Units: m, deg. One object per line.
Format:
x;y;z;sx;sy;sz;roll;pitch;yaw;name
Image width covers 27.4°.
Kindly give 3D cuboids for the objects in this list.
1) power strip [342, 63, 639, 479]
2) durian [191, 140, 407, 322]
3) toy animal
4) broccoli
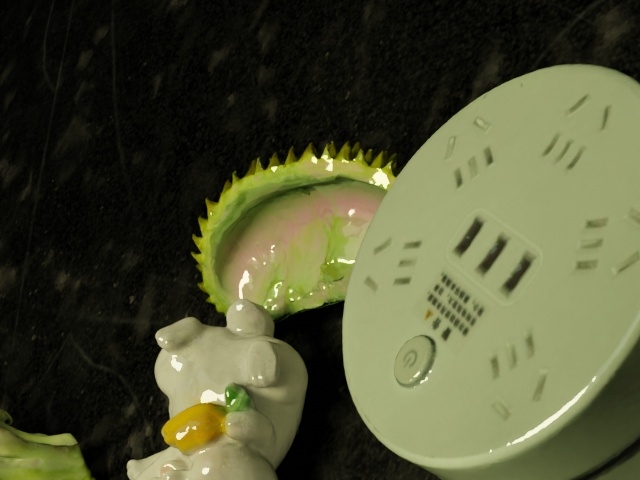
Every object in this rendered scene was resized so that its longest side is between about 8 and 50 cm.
0.188;0.032;1.025;0.357;0.161;0.357;-33;42;35;power strip
0.000;0.000;1.317;0.352;0.158;0.169;-18;63;41;durian
-0.087;0.228;1.258;0.208;0.154;0.325;-24;65;13;toy animal
-0.396;0.269;1.563;0.288;0.245;0.248;114;142;-69;broccoli
